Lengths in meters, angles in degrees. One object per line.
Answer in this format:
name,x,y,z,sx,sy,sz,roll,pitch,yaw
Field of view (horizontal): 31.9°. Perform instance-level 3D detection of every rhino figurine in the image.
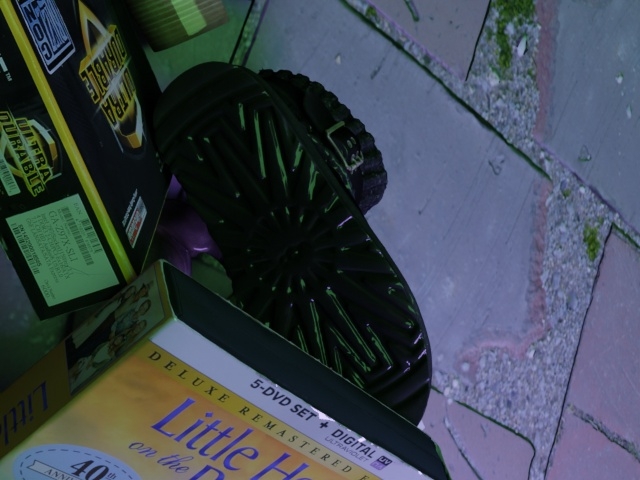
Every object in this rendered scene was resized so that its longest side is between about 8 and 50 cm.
rhino figurine,-0.156,0.069,0.976,0.106,0.073,0.243,32,67,-8

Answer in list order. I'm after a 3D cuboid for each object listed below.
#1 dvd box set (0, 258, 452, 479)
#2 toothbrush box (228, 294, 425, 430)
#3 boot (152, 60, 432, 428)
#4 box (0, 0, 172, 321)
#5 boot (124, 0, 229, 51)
dvd box set,-0.151,0.225,0.809,0.420,0.062,0.307,-39,130,16
toothbrush box,-0.056,0.184,1.049,0.283,0.122,0.206,-44,120,-36
boot,0.003,-0.003,0.972,0.348,0.131,0.260,65,12,2
box,-0.192,-0.126,0.805,0.322,0.079,0.257,-93,162,-69
boot,-0.095,-0.321,1.024,0.283,0.109,0.220,-32,109,-31
